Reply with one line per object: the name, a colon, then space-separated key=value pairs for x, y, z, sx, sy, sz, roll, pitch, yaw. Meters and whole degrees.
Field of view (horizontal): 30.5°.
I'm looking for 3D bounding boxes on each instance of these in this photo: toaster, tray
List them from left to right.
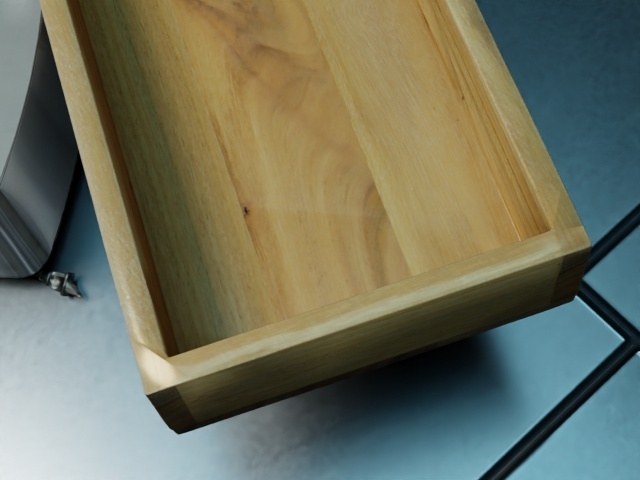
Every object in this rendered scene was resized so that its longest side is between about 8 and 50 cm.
toaster: x=-0.228 y=-0.068 z=0.697 sx=0.185 sy=0.110 sz=0.168 roll=5 pitch=68 yaw=6
tray: x=-0.039 y=-0.126 z=0.617 sx=0.202 sy=0.076 sz=0.411 roll=-18 pitch=64 yaw=-3
